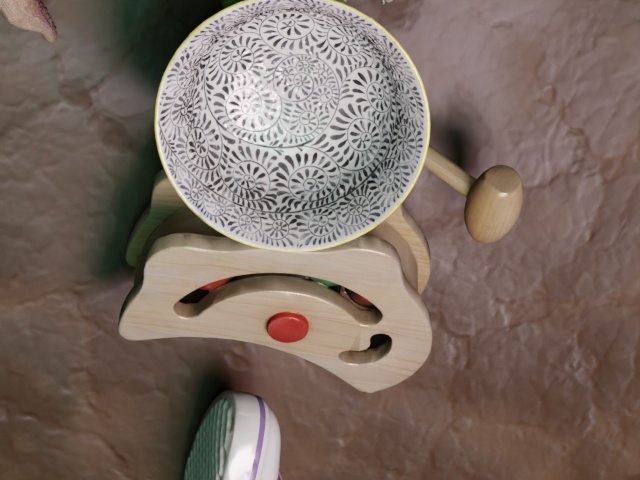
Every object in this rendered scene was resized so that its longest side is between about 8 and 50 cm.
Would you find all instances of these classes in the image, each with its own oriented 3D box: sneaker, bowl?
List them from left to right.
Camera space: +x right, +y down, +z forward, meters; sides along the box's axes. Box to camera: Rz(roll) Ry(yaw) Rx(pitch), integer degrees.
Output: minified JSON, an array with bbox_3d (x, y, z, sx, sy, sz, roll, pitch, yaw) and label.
[{"bbox_3d":[-0.021,0.228,1.447,0.161,0.102,0.282,1,121,-13],"label":"sneaker"},{"bbox_3d":[-0.017,-0.085,1.261,0.170,0.080,0.170,0,113,0],"label":"bowl"}]

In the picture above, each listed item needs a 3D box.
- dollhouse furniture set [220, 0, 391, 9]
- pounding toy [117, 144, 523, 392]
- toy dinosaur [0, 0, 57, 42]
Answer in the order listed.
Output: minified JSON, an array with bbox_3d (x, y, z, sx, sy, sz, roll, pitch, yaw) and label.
[{"bbox_3d":[0.011,-0.178,1.301,0.151,0.076,0.058,-33,110,5],"label":"dollhouse furniture set"},{"bbox_3d":[0.000,0.000,1.372,0.269,0.155,0.154,1,140,1],"label":"pounding toy"},{"bbox_3d":[-0.253,-0.227,1.221,0.295,0.127,0.200,31,96,-24],"label":"toy dinosaur"}]
